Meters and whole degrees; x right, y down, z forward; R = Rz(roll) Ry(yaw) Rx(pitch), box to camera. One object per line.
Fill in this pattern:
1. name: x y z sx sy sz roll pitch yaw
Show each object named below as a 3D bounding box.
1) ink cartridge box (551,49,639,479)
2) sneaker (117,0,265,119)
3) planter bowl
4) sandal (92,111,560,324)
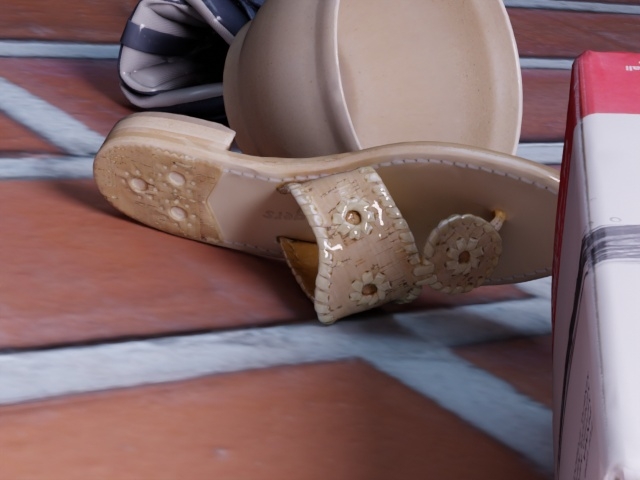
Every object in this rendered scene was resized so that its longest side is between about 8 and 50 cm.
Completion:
1. ink cartridge box: 0.175 0.046 0.542 0.197 0.114 0.273 5 28 5
2. sneaker: -0.076 -0.137 1.089 0.163 0.086 0.226 0 22 -40
3. planter bowl: 0.018 -0.083 0.912 0.109 0.162 0.162 -7 2 39
4. sandal: 0.001 0.005 0.772 0.240 0.088 0.079 10 48 16
